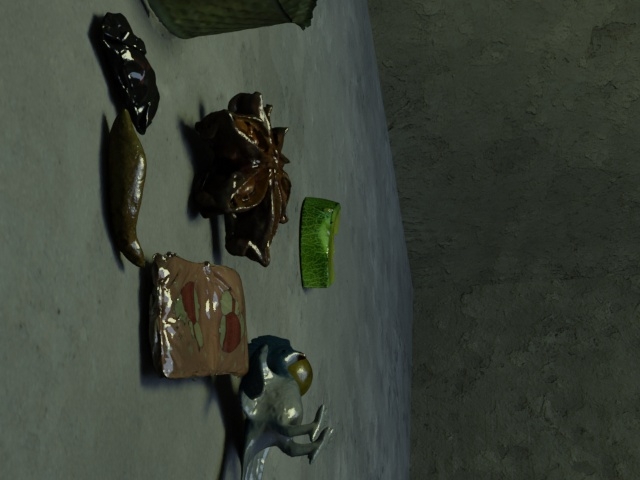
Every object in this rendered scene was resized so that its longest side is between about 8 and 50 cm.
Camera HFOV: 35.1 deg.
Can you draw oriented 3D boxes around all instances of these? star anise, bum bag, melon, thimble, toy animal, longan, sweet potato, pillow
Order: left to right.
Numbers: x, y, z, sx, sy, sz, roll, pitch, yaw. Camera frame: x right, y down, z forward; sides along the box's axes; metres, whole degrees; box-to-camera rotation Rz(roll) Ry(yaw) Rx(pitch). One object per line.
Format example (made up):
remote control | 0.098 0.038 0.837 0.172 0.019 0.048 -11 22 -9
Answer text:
sweet potato | -0.182 -0.048 0.959 0.041 0.038 0.153 -10 98 -57
bum bag | -0.186 -0.166 0.990 0.058 0.034 0.124 -68 153 -48
pillow | -0.136 0.088 1.129 0.248 0.049 0.135 23 64 -75
thimble | -0.107 -0.362 1.145 0.271 0.150 0.271 -6 90 -75
star anise | -0.100 -0.076 1.286 0.214 0.099 0.220 -42 133 -60
toy animal | -0.070 0.229 1.316 0.255 0.176 0.239 -44 143 -42
longan | -0.049 0.205 1.535 0.083 0.075 0.075 -28 -122 55
melon | 0.000 0.000 1.891 0.118 0.064 0.210 76 15 -64
